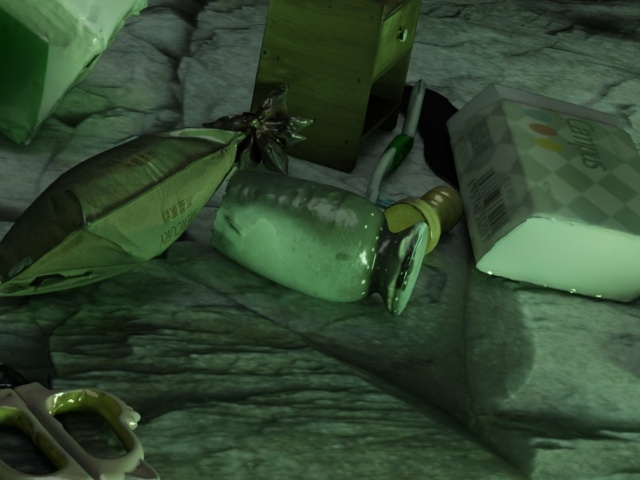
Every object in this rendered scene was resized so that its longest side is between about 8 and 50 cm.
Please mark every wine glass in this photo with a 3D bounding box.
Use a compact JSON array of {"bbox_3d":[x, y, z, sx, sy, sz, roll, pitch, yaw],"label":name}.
[{"bbox_3d":[0.000,0.000,1.607,0.204,0.111,0.111,16,26,11],"label":"wine glass"}]

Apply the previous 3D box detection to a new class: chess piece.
[{"bbox_3d":[0.112,-0.024,1.760,0.066,0.066,0.122,20,24,19],"label":"chess piece"}]

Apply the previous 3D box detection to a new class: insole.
[{"bbox_3d":[0.165,-0.125,2.060,0.119,0.009,0.348,3,26,-20],"label":"insole"}]

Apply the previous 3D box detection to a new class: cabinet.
[{"bbox_3d":[0.024,-0.221,1.958,0.148,0.215,0.175,17,26,13],"label":"cabinet"}]

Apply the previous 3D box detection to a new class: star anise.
[{"bbox_3d":[-0.062,-0.112,1.856,0.124,0.056,0.129,-25,50,-3],"label":"star anise"}]

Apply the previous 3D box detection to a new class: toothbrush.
[{"bbox_3d":[0.089,-0.109,1.947,0.040,0.042,0.418,20,28,-1],"label":"toothbrush"}]

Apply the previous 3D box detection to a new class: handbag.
[{"bbox_3d":[-0.199,-0.025,1.556,0.117,0.182,0.270,56,34,-2],"label":"handbag"}]

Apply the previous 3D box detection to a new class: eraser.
[{"bbox_3d":[0.267,-0.065,1.875,0.213,0.082,0.397,13,25,-8],"label":"eraser"}]

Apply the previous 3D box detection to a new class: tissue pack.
[{"bbox_3d":[-0.397,-0.303,1.866,0.356,0.194,0.266,37,21,-9],"label":"tissue pack"}]

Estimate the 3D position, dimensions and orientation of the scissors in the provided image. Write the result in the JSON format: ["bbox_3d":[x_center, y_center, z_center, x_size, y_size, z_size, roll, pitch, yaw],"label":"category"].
[{"bbox_3d":[-0.252,0.126,1.345,0.160,0.024,0.317,-11,33,-35],"label":"scissors"}]
